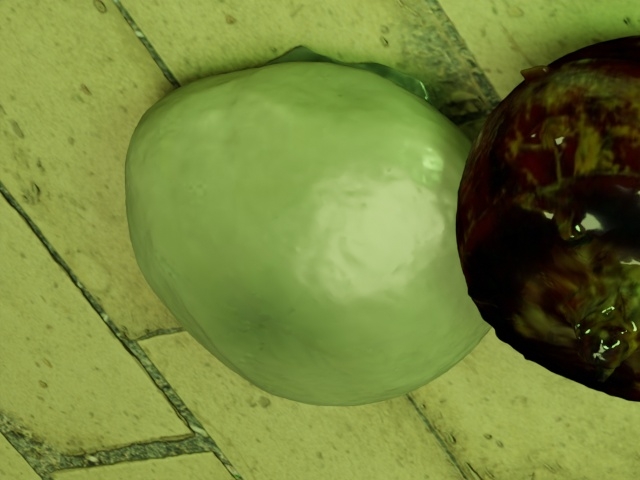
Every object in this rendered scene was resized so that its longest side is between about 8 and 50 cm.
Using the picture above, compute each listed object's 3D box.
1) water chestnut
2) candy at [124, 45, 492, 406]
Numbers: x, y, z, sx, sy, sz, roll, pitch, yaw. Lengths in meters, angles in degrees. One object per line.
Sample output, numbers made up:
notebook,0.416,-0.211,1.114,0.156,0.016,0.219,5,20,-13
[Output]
water chestnut,0.266,0.004,1.607,0.350,0.302,0.350,15,139,14
candy,0.000,0.000,1.879,0.427,0.186,0.386,-21,113,39
